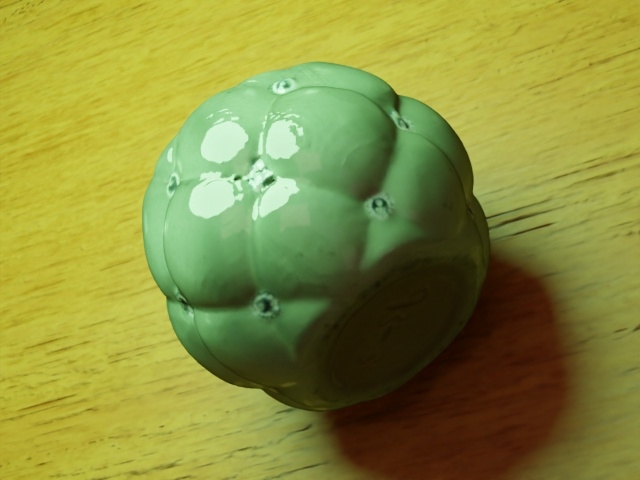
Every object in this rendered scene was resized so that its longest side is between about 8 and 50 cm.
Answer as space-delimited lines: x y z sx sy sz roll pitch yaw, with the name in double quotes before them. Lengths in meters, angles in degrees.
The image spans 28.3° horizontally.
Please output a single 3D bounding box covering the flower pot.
"flower pot" 0.000 0.000 0.903 0.246 0.246 0.195 -41 57 2
